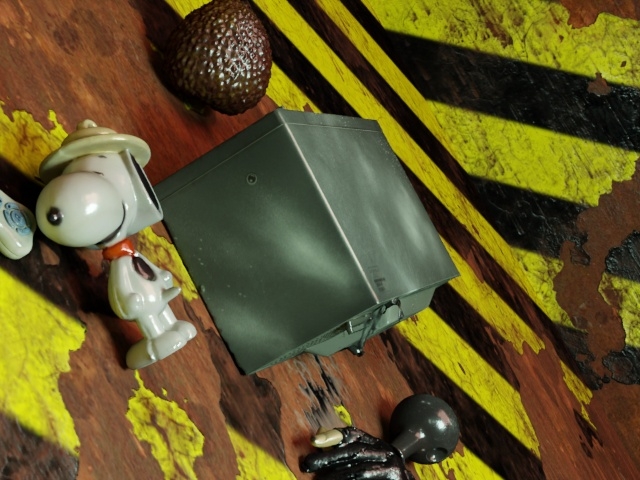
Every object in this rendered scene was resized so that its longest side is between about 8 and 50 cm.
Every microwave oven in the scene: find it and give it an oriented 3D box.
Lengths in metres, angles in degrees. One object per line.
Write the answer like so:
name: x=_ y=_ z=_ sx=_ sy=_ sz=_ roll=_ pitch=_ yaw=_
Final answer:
microwave oven: x=0.000 y=0.000 z=1.735 sx=0.374 sy=0.236 sz=0.432 roll=62 pitch=21 yaw=8

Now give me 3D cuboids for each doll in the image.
doll: x=-0.243 y=0.004 z=1.355 sx=0.271 sy=0.144 sz=0.208 roll=57 pitch=26 yaw=-23

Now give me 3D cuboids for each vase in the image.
vase: x=0.148 y=0.322 z=1.830 sx=0.183 sy=0.120 sz=0.120 roll=-23 pitch=82 yaw=-54

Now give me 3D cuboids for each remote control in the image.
remote control: x=-0.365 y=-0.035 z=1.243 sx=0.122 sy=0.032 sz=0.074 roll=44 pitch=26 yaw=-33

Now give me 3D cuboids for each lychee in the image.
lychee: x=-0.167 y=-0.299 z=1.863 sx=0.194 sy=0.194 sz=0.194 roll=47 pitch=24 yaw=-28

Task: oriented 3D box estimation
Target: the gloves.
gloves: x=0.054 y=0.320 z=1.609 sx=0.180 sy=0.106 sz=0.129 roll=47 pitch=25 yaw=-38
